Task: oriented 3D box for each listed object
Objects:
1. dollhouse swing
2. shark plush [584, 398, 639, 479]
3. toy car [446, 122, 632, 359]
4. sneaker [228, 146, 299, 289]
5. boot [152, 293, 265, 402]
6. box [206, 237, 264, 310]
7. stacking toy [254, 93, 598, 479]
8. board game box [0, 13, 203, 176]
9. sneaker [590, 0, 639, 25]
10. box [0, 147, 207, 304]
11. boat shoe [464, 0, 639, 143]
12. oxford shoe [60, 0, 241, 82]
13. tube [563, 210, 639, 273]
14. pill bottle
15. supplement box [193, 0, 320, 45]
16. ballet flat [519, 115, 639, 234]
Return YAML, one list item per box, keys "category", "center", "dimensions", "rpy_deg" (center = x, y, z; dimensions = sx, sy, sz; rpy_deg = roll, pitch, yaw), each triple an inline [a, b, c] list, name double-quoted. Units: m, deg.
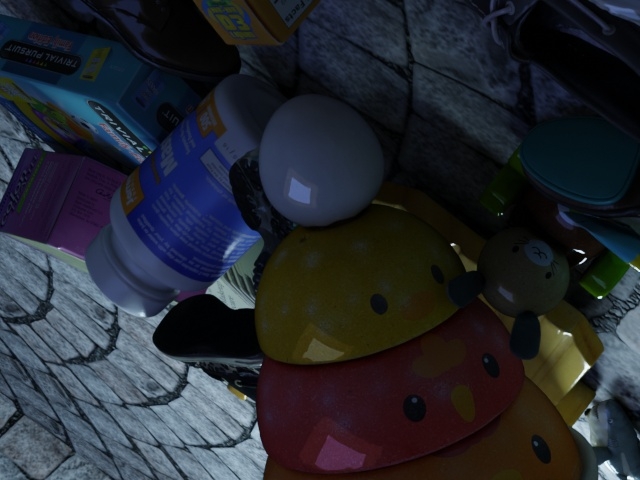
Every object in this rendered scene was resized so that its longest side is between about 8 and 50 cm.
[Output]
- category: "dollhouse swing"
  center: [0.099, 0.153, 2.020]
  dimensions: [0.347, 0.315, 0.305]
  rpy_deg: [38, 176, 7]
- category: "shark plush"
  center: [0.355, 0.244, 2.063]
  dimensions: [0.067, 0.073, 0.161]
  rpy_deg: [-35, 100, 36]
- category: "toy car"
  center: [0.199, 0.016, 1.699]
  dimensions: [0.155, 0.188, 0.149]
  rpy_deg: [39, 147, 4]
- category: "sneaker"
  center: [0.000, 0.000, 1.899]
  dimensions: [0.110, 0.122, 0.283]
  rpy_deg: [33, 148, 34]
- category: "boot"
  center: [-0.069, 0.147, 2.013]
  dimensions: [0.178, 0.085, 0.236]
  rpy_deg: [47, 157, -29]
- category: "box"
  center: [-0.018, 0.083, 2.292]
  dimensions: [0.275, 0.094, 0.113]
  rpy_deg: [29, 155, 26]
- category: "stacking toy"
  center: [0.042, 0.091, 1.750]
  dimensions: [0.350, 0.350, 0.480]
  rpy_deg: [7, 123, 53]
- category: "board game box"
  center: [-0.252, -0.151, 2.186]
  dimensions: [0.336, 0.079, 0.254]
  rpy_deg: [18, 162, 44]
- category: "sneaker"
  center: [0.274, -0.202, 1.362]
  dimensions: [0.232, 0.090, 0.115]
  rpy_deg: [44, 121, 35]
- category: "box"
  center: [-0.262, -0.016, 2.274]
  dimensions: [0.213, 0.117, 0.243]
  rpy_deg: [26, 173, -25]
- category: "boat shoe"
  center: [0.213, -0.162, 1.489]
  dimensions: [0.335, 0.095, 0.112]
  rpy_deg: [33, 156, 18]
- category: "oxford shoe"
  center: [-0.177, -0.249, 1.964]
  dimensions: [0.227, 0.083, 0.096]
  rpy_deg: [32, 135, -7]
- category: "tube"
  center: [0.316, 0.025, 1.641]
  dimensions: [0.207, 0.052, 0.080]
  rpy_deg: [26, -177, -15]
- category: "pill bottle"
  center: [-0.133, -0.041, 2.004]
  dimensions: [0.152, 0.152, 0.272]
  rpy_deg: [44, 114, -7]
- category: "supplement box"
  center: [-0.006, -0.259, 1.478]
  dimensions: [0.078, 0.233, 0.080]
  rpy_deg: [10, 142, 51]
- category: "ballet flat"
  center: [0.294, -0.046, 1.587]
  dimensions: [0.280, 0.095, 0.096]
  rpy_deg: [11, 155, 50]
